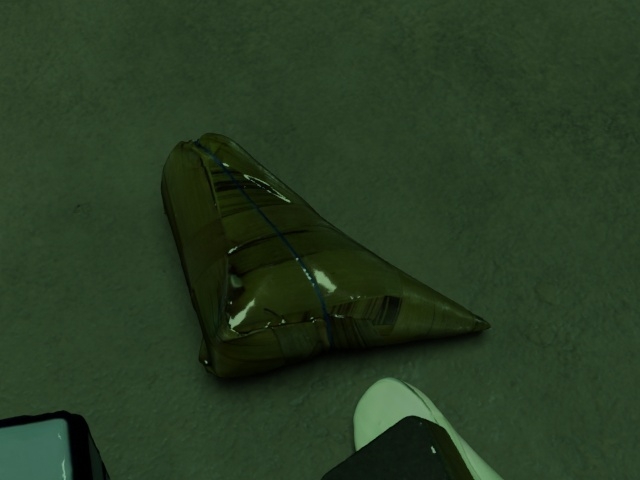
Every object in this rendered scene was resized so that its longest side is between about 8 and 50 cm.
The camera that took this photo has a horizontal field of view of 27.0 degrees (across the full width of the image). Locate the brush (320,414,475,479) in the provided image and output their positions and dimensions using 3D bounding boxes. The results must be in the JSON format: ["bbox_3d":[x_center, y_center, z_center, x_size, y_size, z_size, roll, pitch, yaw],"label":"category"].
[{"bbox_3d":[0.085,0.255,1.133,0.123,0.059,0.197,-39,52,14],"label":"brush"}]

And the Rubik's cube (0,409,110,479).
[{"bbox_3d":[-0.294,0.326,1.062,0.283,0.288,0.293,-10,64,-6],"label":"Rubik's cube"}]

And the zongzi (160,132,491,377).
[{"bbox_3d":[0.000,0.000,1.339,0.289,0.123,0.260,-9,59,-16],"label":"zongzi"}]

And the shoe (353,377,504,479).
[{"bbox_3d":[0.127,0.237,1.228,0.095,0.110,0.265,-49,44,12],"label":"shoe"}]
